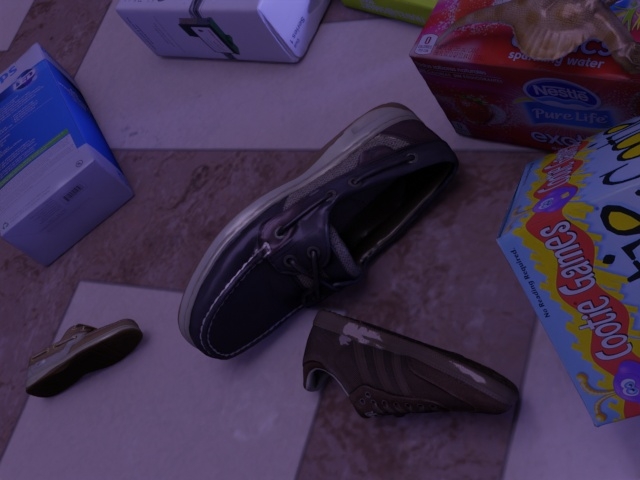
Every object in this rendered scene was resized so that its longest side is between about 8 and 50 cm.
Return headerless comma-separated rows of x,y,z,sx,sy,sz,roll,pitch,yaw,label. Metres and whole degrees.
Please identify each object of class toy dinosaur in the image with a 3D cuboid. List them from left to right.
0.165,-0.169,0.625,0.183,0.053,0.092,23,78,37,toy dinosaur

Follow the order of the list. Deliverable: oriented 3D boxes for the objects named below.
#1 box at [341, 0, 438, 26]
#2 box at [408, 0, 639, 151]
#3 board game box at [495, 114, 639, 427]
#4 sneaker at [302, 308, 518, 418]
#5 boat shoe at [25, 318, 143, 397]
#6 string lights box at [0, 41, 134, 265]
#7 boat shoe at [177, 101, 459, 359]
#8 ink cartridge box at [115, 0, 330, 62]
0.094,-0.282,0.904,0.178,0.042,0.109,28,77,39,box
0.220,-0.149,0.696,0.257,0.122,0.128,17,71,36,box
0.267,-0.018,0.513,0.275,0.144,0.142,-24,13,29,board game box
0.064,0.112,0.678,0.188,0.066,0.071,17,88,42,sneaker
-0.235,0.106,0.852,0.135,0.050,0.045,-28,57,13,boat shoe
-0.328,-0.108,1.020,0.133,0.077,0.259,-38,50,4,string lights box
0.000,0.000,0.749,0.285,0.103,0.092,-43,45,-7,boat shoe
-0.100,-0.295,0.992,0.219,0.092,0.160,10,68,35,ink cartridge box
